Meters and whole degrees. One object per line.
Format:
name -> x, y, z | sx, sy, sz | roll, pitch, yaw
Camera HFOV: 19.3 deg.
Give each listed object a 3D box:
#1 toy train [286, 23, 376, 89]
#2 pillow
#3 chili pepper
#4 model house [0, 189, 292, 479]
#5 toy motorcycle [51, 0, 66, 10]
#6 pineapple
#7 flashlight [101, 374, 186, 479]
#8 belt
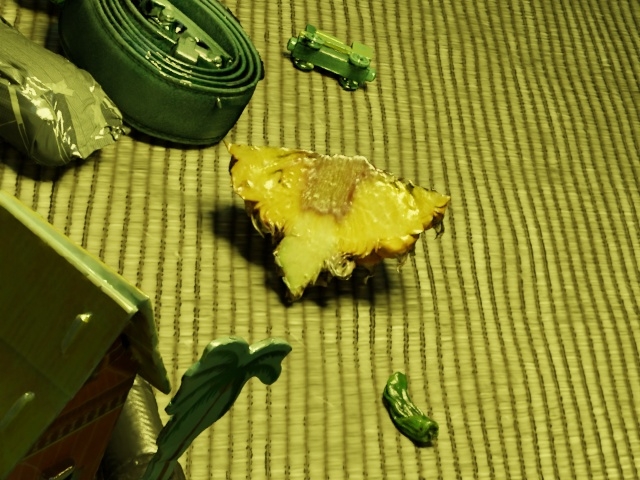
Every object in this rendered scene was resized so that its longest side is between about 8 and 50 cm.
toy train -> 0.016, -0.241, 2.431 | 0.122, 0.050, 0.081 | 22, 27, -6
pillow -> -0.361, -0.193, 2.037 | 0.335, 0.092, 0.161 | 34, 27, 13
chili pepper -> 0.089, 0.172, 1.900 | 0.030, 0.034, 0.091 | 43, 10, -50
model house -> -0.223, 0.084, 1.490 | 0.300, 0.323, 0.340 | 39, 38, 19
toy motorcycle -> -0.288, -0.320, 2.304 | 0.106, 0.074, 0.190 | 39, 31, 2
pineapple -> 0.006, 0.001, 2.041 | 0.250, 0.140, 0.164 | 7, 75, -3
flashlight -> -0.175, 0.156, 1.677 | 0.093, 0.093, 0.232 | 6, 42, -31
belt -> -0.194, -0.225, 2.181 | 0.206, 0.116, 0.267 | -14, 56, -50
